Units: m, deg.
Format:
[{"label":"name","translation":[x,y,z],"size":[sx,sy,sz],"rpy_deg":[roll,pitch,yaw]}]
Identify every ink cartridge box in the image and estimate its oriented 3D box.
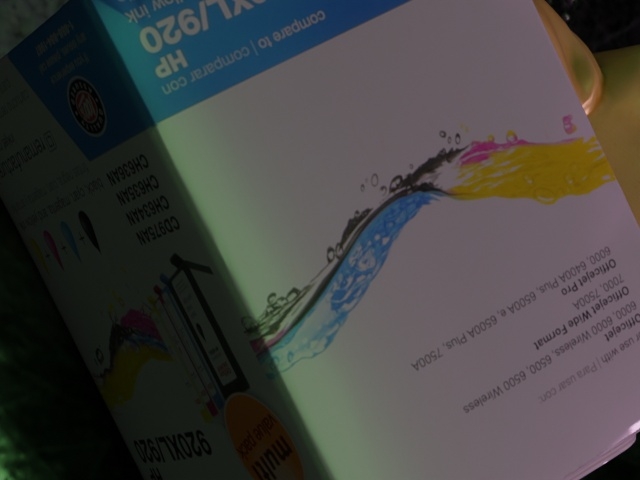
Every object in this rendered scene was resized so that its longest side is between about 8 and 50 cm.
[{"label":"ink cartridge box","translation":[0.000,0.000,0.743],"size":[0.168,0.171,0.232],"rpy_deg":[-28,94,-28]}]

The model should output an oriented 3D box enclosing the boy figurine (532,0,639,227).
[{"label":"boy figurine","translation":[0.137,-0.009,0.861],"size":[0.285,0.092,0.177],"rpy_deg":[38,67,-15]}]
